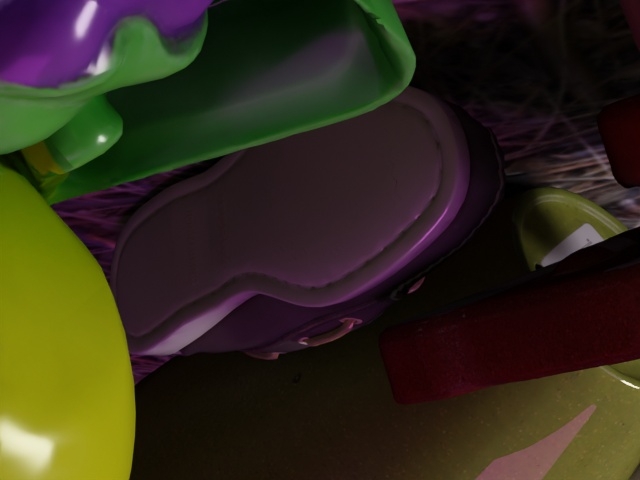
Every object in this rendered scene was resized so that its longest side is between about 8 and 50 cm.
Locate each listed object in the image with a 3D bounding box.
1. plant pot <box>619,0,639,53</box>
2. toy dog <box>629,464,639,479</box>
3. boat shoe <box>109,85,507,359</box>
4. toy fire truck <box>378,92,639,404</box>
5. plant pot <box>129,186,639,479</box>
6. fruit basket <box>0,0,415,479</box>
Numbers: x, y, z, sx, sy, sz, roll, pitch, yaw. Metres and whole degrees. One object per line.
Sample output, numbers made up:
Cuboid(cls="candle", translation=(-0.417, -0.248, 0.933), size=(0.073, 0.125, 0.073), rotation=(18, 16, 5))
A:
Cuboid(cls="plant pot", translation=(0.177, -0.105, 0.654), size=(0.201, 0.180, 0.201), rotation=(-5, 161, -2))
Cuboid(cls="toy dog", translation=(0.256, 0.247, 1.444), size=(0.408, 0.285, 0.395), rotation=(-24, -161, 9))
Cuboid(cls="boat shoe", translation=(0.000, -0.005, 0.993), size=(0.091, 0.109, 0.305), rotation=(7, 162, -33))
Cuboid(cls="toy fire truck", translation=(0.202, -0.001, 0.908), size=(0.302, 0.169, 0.254), rotation=(-21, -177, -31))
Cuboid(cls="plant pot", translation=(0.066, 0.106, 1.142), size=(0.274, 0.275, 0.293), rotation=(12, 136, -40))
Cuboid(cls="fruit basket", translation=(-0.167, -0.015, 0.547), size=(0.392, 0.392, 0.283), rotation=(-13, 159, 20))
